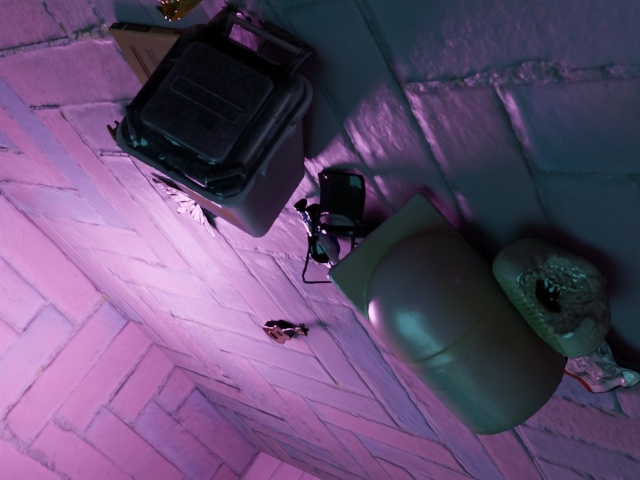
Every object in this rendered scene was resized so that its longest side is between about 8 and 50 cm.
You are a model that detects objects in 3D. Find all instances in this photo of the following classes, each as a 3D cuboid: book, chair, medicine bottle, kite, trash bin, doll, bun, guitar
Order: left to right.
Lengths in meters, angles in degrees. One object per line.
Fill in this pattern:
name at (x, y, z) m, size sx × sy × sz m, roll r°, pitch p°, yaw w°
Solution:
book at (-0.290, -0.337, 1.443) m, size 0.230 × 0.026 × 0.161 m, roll 17°, pitch 148°, yaw 35°
kite at (-0.352, -0.098, 1.944) m, size 0.241 × 0.014 × 0.183 m, roll 41°, pitch 157°, yaw -9°
trash bin at (-0.143, -0.179, 1.309) m, size 0.255 × 0.296 × 0.368 m, roll 28°, pitch 168°, yaw 13°
guitar at (-0.092, 0.261, 2.196) m, size 0.084 × 0.038 × 0.271 m, roll 42°, pitch 157°, yaw -13°
doll at (0.000, 0.000, 1.607) m, size 0.096 × 0.070 × 0.195 m, roll 30°, pitch 152°, yaw 50°
chair at (0.064, -0.018, 1.462) m, size 0.145 × 0.221 × 0.140 m, roll 1°, pitch -177°, yaw -43°
medicine bottle at (0.223, 0.130, 1.347) m, size 0.406 × 0.236 × 0.235 m, roll 47°, pitch 153°, yaw -13°
bun at (0.379, 0.081, 1.199) m, size 0.212 × 0.126 × 0.204 m, roll 51°, pitch 178°, yaw -16°

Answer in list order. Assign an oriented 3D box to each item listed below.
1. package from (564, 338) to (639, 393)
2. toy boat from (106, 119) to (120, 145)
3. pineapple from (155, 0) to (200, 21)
package at (0.502, 0.221, 1.394) m, size 0.166 × 0.040 × 0.232 m, roll 38°, pitch 163°, yaw 3°
toy boat at (-0.410, -0.224, 1.748) m, size 0.206 × 0.064 × 0.072 m, roll 28°, pitch 139°, yaw 17°
pineapple at (-0.218, -0.418, 1.095) m, size 0.164 × 0.140 × 0.249 m, roll 48°, pitch 155°, yaw -20°
